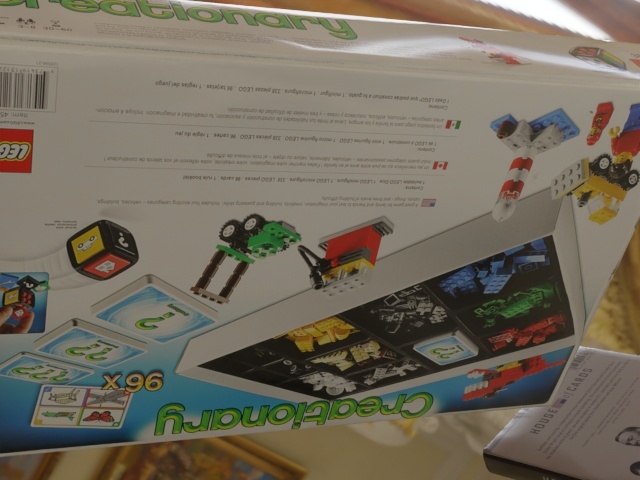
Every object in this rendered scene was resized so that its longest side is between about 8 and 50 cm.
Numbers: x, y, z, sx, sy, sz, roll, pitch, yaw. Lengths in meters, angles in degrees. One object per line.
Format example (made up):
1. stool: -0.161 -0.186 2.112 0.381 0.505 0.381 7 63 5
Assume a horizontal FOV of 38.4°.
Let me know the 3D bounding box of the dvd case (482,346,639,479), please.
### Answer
1. dvd case: 0.285 0.163 0.783 0.238 0.030 0.179 4 -150 46

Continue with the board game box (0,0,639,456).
1. board game box: 0.000 0.000 0.407 0.053 0.305 0.193 -120 -143 -49
